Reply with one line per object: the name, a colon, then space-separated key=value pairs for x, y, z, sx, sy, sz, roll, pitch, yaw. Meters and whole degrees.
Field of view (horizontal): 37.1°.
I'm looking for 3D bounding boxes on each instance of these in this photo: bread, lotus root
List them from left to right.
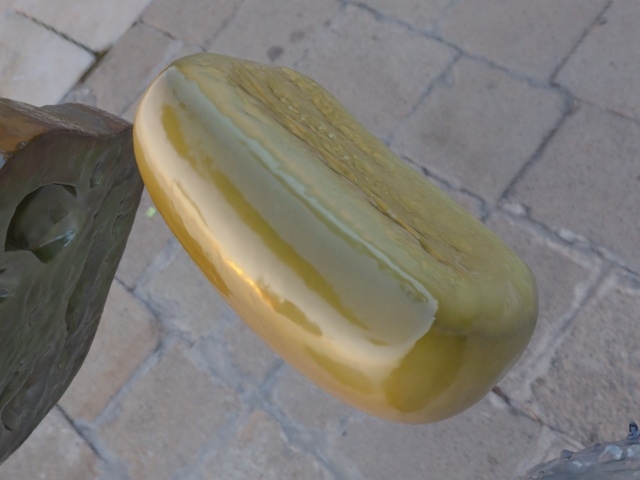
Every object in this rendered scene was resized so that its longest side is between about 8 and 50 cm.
lotus root: x=-0.277 y=0.036 z=0.819 sx=0.111 sy=0.390 sz=0.375 roll=24 pitch=65 yaw=10
bread: x=0.000 y=0.000 z=0.465 sx=0.217 sy=0.147 sz=0.098 roll=44 pitch=113 yaw=26

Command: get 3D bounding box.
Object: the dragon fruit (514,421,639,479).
dragon fruit: x=0.136 y=0.218 z=0.325 sx=0.283 sy=0.204 sz=0.221 roll=37 pitch=121 yaw=6
